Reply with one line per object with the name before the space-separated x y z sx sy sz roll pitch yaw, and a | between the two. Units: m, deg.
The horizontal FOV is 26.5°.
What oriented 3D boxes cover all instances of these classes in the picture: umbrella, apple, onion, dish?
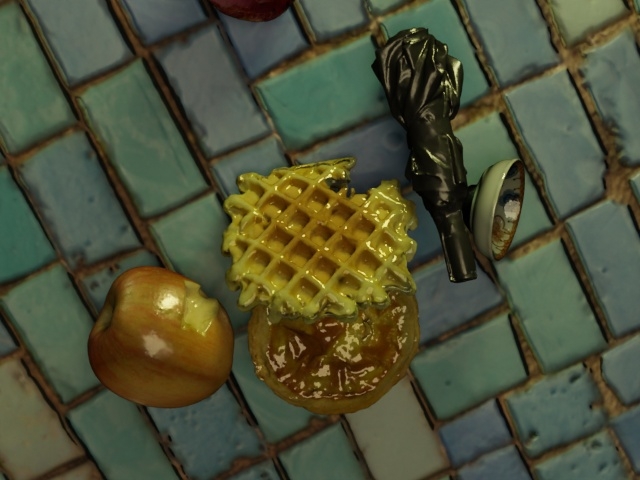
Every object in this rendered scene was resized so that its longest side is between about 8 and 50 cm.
umbrella | 0.151 -0.112 1.766 0.118 0.118 0.340 -11 81 -4
apple | -0.204 0.132 1.785 0.199 0.199 0.199 -1 101 -6
onion | -0.077 -0.350 1.718 0.150 0.140 0.150 -4 101 -23
dish | 0.218 -0.048 1.831 0.078 0.141 0.141 14 100 22

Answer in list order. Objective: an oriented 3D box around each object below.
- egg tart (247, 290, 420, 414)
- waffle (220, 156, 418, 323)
egg tart | 0.017 0.116 1.837 0.241 0.106 0.241 -2 104 -8
waffle | 0.000 -0.001 1.762 0.261 0.056 0.250 -8 57 -2
